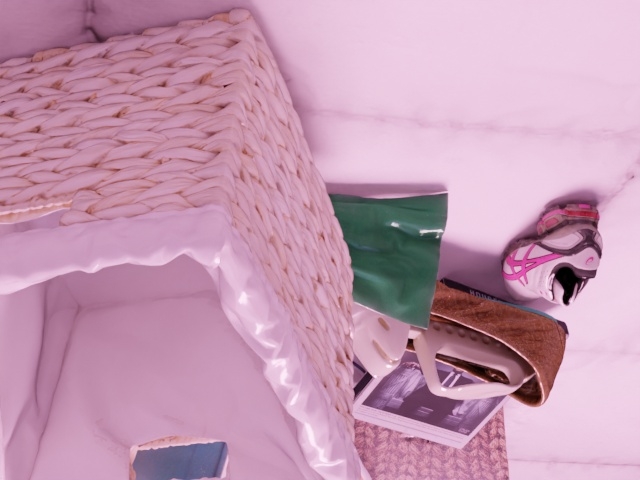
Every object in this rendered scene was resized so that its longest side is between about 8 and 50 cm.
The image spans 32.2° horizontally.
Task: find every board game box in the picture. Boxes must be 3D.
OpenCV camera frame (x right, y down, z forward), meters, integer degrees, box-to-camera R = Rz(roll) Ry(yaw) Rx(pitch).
[{"bbox_3d":[0.136,0.344,1.700,0.232,0.141,0.291,2,153,-5],"label":"board game box"}]

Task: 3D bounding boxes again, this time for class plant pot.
[{"bbox_3d":[-0.294,0.392,1.685,0.255,0.271,0.271,18,151,-2],"label":"plant pot"}]

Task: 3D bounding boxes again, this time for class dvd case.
[{"bbox_3d":[0.161,0.157,1.351,0.179,0.029,0.238,20,128,-21],"label":"dvd case"}]

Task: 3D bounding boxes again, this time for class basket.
[{"bbox_3d":[-0.154,0.040,0.886,0.329,0.266,0.331,-9,134,16],"label":"basket"}]

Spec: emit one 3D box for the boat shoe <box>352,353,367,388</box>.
[{"bbox_3d":[-0.082,0.176,1.352,0.367,0.156,0.136,21,146,-35],"label":"boat shoe"}]

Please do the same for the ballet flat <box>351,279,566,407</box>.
[{"bbox_3d":[0.113,0.102,1.194,0.343,0.124,0.116,21,144,-18],"label":"ballet flat"}]

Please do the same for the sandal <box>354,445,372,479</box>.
[{"bbox_3d":[-0.003,0.289,1.494,0.102,0.265,0.076,-32,179,29],"label":"sandal"}]

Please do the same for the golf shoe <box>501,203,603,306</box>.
[{"bbox_3d":[0.237,0.034,1.160,0.068,0.085,0.186,3,156,-9],"label":"golf shoe"}]

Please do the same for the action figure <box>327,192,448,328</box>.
[{"bbox_3d":[0.000,0.000,1.081,0.232,0.137,0.063,11,164,-4],"label":"action figure"}]
